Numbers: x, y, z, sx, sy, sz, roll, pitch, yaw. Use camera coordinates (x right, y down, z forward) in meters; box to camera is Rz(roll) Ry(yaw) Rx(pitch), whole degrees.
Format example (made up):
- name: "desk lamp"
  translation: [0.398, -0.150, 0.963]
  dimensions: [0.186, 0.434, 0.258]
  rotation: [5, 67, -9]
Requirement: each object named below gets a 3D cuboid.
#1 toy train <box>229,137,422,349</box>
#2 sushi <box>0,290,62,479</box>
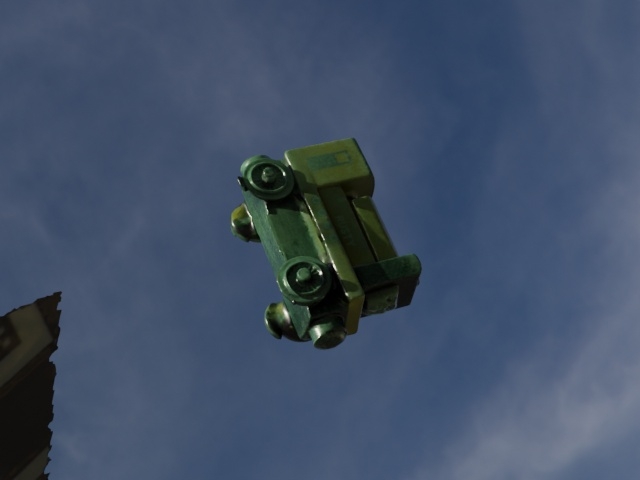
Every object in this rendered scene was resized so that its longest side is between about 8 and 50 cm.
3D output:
- name: "toy train"
  translation: [0.000, 0.000, 0.542]
  dimensions: [0.081, 0.122, 0.050]
  rotation: [-13, -32, -19]
- name: "sushi"
  translation: [-0.244, 0.172, 0.441]
  dimensions: [0.292, 0.059, 0.294]
  rotation: [-22, -48, -50]
